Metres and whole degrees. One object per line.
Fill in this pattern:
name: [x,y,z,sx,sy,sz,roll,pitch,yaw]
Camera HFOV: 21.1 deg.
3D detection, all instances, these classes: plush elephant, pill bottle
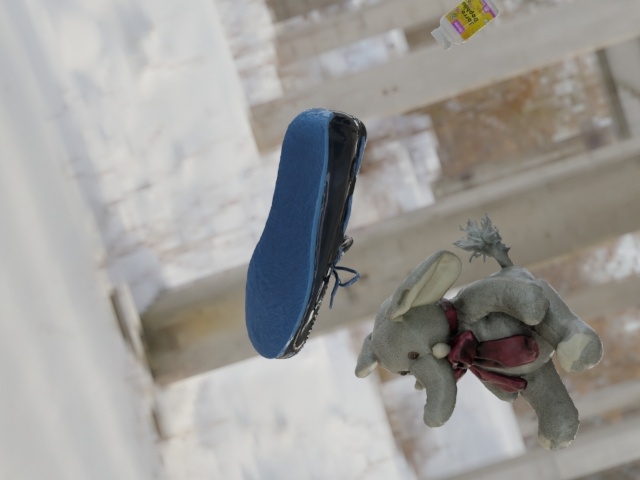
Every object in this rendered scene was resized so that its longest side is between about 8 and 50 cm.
plush elephant: [0.188,0.137,2.313,0.330,0.255,0.272,61,-18,24]
pill bottle: [0.180,-0.274,2.151,0.043,0.083,0.043,50,7,-8]

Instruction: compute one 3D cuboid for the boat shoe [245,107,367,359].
boat shoe: [0.000,0.000,1.702,0.109,0.089,0.258,35,-65,38]
